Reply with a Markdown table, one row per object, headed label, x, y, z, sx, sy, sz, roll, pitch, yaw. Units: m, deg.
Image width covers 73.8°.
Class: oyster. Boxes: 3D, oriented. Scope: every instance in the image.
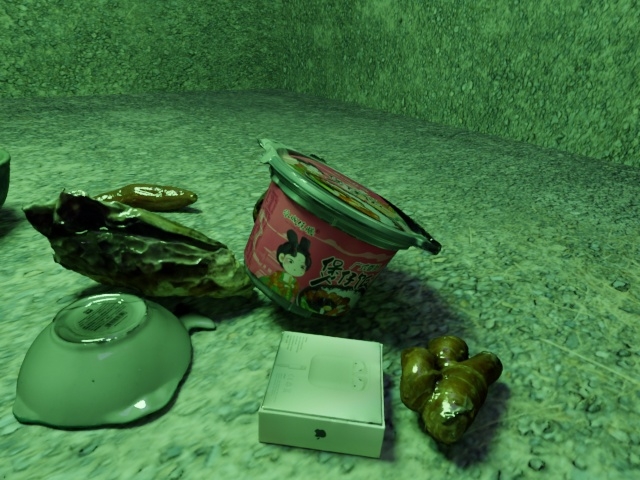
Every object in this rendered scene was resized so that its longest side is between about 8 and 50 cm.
| label | x | y | z | sx | sy | sz | roll | pitch | yaw |
| --- | --- | --- | --- | --- | --- | --- | --- | --- | --- |
| oyster | -0.257 | 0.029 | 0.620 | 0.271 | 0.275 | 0.100 | 0 | 67 | 23 |

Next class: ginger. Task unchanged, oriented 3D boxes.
| label | x | y | z | sx | sy | sz | roll | pitch | yaw |
| --- | --- | --- | --- | --- | --- | --- | --- | --- | --- |
| ginger | 0.145 | 0.164 | 0.505 | 0.103 | 0.073 | 0.162 | 37 | 33 | 27 |

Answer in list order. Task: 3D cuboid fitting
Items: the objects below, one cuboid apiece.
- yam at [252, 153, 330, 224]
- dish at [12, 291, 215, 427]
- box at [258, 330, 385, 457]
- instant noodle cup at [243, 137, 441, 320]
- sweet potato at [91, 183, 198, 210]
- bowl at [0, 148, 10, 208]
| label | x | y | z | sx | sy | sz | roll | pitch | yaw |
| --- | --- | --- | --- | --- | --- | --- | --- | --- | --- |
| yam | -0.055 | -0.098 | 0.952 | 0.131 | 0.131 | 0.279 | 10 | 29 | 11 |
| dish | -0.252 | 0.117 | 0.530 | 0.224 | 0.078 | 0.246 | 20 | 30 | 31 |
| box | 0.006 | 0.170 | 0.492 | 0.129 | 0.051 | 0.130 | 7 | 27 | 4 |
| instant noodle cup | 0.000 | 0.000 | 0.636 | 0.302 | 0.181 | 0.258 | 38 | 18 | 24 |
| sweet potato | -0.407 | -0.094 | 0.962 | 0.255 | 0.058 | 0.078 | -5 | 48 | -10 |
| bowl | -0.716 | -0.073 | 0.773 | 0.289 | 0.146 | 0.289 | 2 | 26 | -1 |
